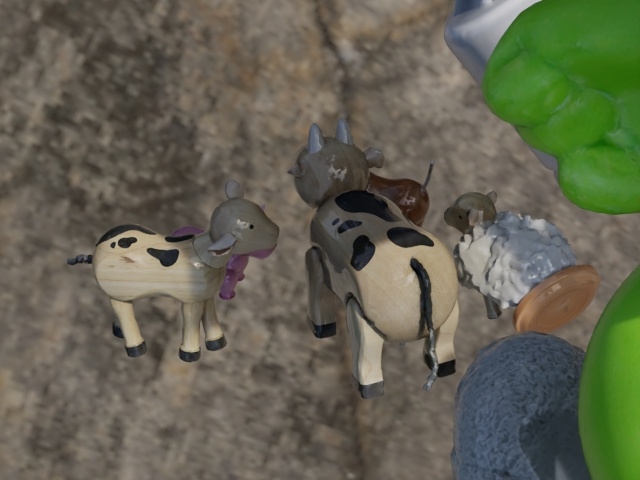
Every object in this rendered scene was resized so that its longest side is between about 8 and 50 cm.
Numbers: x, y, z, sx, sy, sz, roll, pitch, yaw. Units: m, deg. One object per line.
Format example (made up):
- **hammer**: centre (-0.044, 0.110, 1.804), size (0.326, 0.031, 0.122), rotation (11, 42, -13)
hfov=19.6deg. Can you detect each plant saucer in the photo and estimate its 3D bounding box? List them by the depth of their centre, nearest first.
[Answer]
- **plant saucer**: centre (0.198, 0.052, 1.540), size (0.083, 0.083, 0.013), rotation (-43, 60, 19)

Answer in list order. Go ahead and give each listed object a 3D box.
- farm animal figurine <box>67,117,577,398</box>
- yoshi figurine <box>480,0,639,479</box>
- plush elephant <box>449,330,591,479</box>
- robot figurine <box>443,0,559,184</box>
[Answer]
- **farm animal figurine**: centre (0.000, 0.000, 1.554), size (0.327, 0.330, 0.172), rotation (30, 134, 42)
- **yoshi figurine**: centre (0.119, -0.017, 0.406), size (0.203, 0.362, 0.203), rotation (1, 56, 25)
- **plush elephant**: centre (0.103, 0.218, 0.768), size (0.272, 0.330, 0.255), rotation (-64, 11, -12)
- **robot figurine**: centre (0.257, -0.173, 1.749), size (0.200, 0.353, 0.300), rotation (-42, 15, -8)
